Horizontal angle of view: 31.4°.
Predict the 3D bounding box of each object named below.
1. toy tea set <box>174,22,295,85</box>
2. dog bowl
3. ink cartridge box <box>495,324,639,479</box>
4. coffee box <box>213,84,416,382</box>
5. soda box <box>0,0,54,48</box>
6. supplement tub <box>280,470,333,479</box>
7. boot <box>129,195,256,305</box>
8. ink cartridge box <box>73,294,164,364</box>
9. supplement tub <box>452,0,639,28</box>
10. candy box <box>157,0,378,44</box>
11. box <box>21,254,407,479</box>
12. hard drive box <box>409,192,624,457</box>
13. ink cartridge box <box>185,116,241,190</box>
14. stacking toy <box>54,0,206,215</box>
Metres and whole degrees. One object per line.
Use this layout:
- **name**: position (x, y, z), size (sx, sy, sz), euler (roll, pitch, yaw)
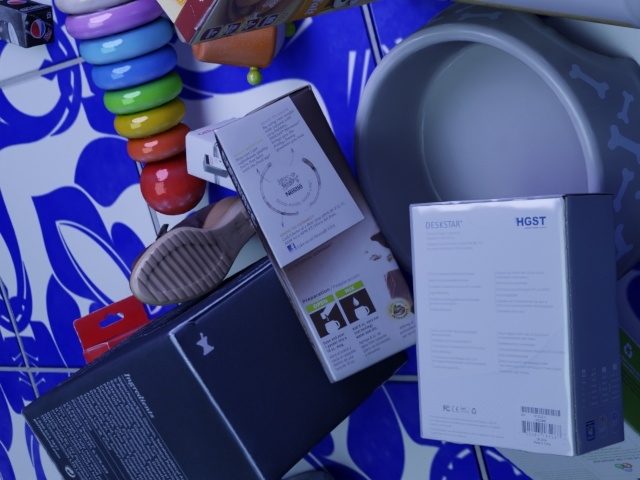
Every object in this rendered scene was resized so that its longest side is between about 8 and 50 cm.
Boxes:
- **toy tea set**: position (-0.092, -0.359, 1.352), size (0.200, 0.124, 0.336), euler (-118, 30, -49)
- **dog bowl**: position (0.181, -0.082, 1.191), size (0.348, 0.102, 0.349), euler (20, 121, 37)
- **ink cartridge box**: position (0.282, 0.190, 1.230), size (0.255, 0.097, 0.188), euler (42, 143, -26)
- **coffee box**: position (0.000, 0.000, 1.261), size (0.297, 0.118, 0.168), euler (64, 176, 6)
- **soda box**: position (-0.481, -0.342, 1.745), size (0.168, 0.053, 0.060), euler (22, 122, 36)
- **supplement tub**: position (-0.012, 0.506, 1.555), size (0.207, 0.207, 0.338), euler (-24, 90, 46)
- **boot**: position (-0.191, 0.027, 1.492), size (0.206, 0.248, 0.090), euler (-20, 103, 49)
- **ink cartridge box**: position (-0.261, 0.198, 1.711), size (0.078, 0.134, 0.231), euler (-21, 93, 47)
- **supplement tub**: position (0.229, -0.303, 0.946), size (0.331, 0.241, 0.241), euler (18, 120, 37)
- **candy box**: position (0.003, -0.304, 1.107), size (0.088, 0.316, 0.183), euler (55, 135, 13)
- **box**: position (-0.142, 0.187, 1.464), size (0.395, 0.293, 0.212), euler (-29, 94, 47)
- **hard drive box**: position (0.183, 0.075, 1.078), size (0.181, 0.089, 0.232), euler (-1, 92, 44)
- **ink cartridge box**: position (-0.090, -0.105, 1.440), size (0.135, 0.099, 0.056), euler (21, 122, 37)
- **stacking toy**: position (-0.234, -0.188, 1.500), size (0.141, 0.141, 0.330), euler (5, 118, 42)
